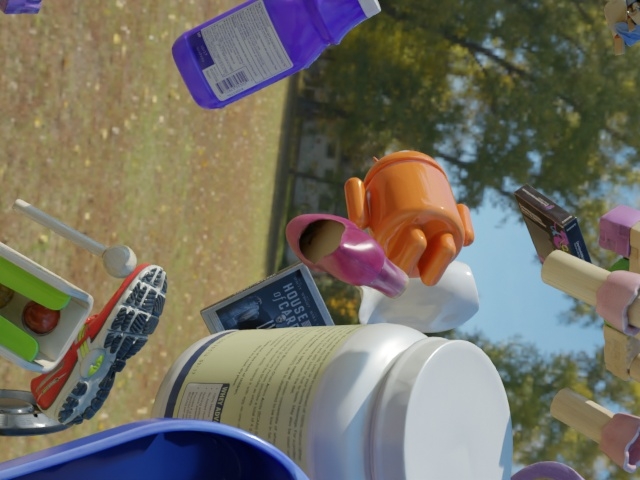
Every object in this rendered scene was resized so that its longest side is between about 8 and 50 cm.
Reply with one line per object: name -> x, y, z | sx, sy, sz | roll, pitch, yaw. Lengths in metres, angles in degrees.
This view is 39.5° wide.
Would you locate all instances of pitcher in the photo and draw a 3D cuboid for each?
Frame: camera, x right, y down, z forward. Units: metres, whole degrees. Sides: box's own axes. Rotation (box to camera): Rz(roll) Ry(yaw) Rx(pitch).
pitcher -> 0.163, 0.087, 1.578 | 0.125, 0.207, 0.177 | 74, 3, -45

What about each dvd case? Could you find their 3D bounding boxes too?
dvd case -> -0.104, 0.171, 1.847 | 0.179, 0.239, 0.029 | 65, -5, -13

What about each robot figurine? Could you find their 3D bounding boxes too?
robot figurine -> 0.122, -0.038, 1.216 | 0.219, 0.158, 0.128 | -97, 168, -49

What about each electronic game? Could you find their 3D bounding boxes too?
electronic game -> -0.525, 0.290, 1.488 | 0.229, 0.229, 0.048 | -145, -118, -89

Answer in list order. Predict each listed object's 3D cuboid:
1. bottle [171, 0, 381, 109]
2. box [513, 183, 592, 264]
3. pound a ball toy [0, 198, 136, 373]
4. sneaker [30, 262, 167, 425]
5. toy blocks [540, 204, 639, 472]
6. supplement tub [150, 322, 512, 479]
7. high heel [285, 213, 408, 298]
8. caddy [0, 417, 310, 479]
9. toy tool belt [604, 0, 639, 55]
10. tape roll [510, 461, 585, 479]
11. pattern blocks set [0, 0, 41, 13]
bottle -> -0.059, -0.282, 1.215 | 0.118, 0.283, 0.092 | 63, 14, -12
box -> 0.347, 0.002, 1.303 | 0.116, 0.029, 0.162 | 47, -7, 51
pound a ball toy -> -0.429, 0.043, 1.257 | 0.208, 0.319, 0.136 | -61, 170, -9
sneaker -> -0.345, 0.140, 1.355 | 0.279, 0.118, 0.107 | -55, 152, -9
toy blocks -> 0.454, 0.098, 1.028 | 0.260, 0.309, 0.288 | 28, -38, 45
supplement tub -> 0.007, 0.206, 0.924 | 0.235, 0.325, 0.235 | 10, 77, -50
high heel -> 0.000, 0.000, 1.102 | 0.082, 0.117, 0.244 | -55, -142, 2
caddy -> -0.154, 0.262, 0.636 | 0.179, 0.341, 0.241 | 160, -86, -74
toy tool belt -> 0.312, -0.215, 0.849 | 0.083, 0.052, 0.051 | -34, -134, 47
tape roll -> 0.376, 0.466, 1.464 | 0.189, 0.080, 0.189 | -32, -147, 24
pattern blocks set -> -0.369, -0.270, 0.774 | 0.285, 0.325, 0.026 | -9, 127, -53
